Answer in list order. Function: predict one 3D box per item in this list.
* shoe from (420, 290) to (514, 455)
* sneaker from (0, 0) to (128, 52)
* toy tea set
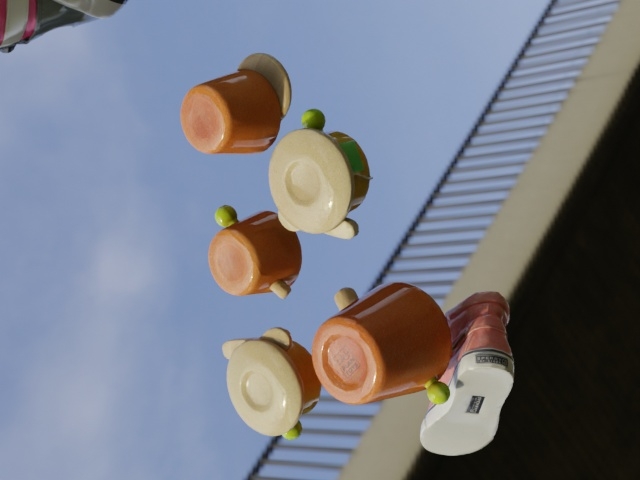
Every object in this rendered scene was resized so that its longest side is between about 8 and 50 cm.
[{"bbox_3d":[0.130,0.119,1.171,0.064,0.178,0.081,8,-125,-4],"label":"shoe"},{"bbox_3d":[-0.235,-0.122,0.767,0.124,0.178,0.295,48,-163,13],"label":"sneaker"},{"bbox_3d":[0.000,0.000,1.140,0.124,0.200,0.336,-17,-83,-49],"label":"toy tea set"}]
